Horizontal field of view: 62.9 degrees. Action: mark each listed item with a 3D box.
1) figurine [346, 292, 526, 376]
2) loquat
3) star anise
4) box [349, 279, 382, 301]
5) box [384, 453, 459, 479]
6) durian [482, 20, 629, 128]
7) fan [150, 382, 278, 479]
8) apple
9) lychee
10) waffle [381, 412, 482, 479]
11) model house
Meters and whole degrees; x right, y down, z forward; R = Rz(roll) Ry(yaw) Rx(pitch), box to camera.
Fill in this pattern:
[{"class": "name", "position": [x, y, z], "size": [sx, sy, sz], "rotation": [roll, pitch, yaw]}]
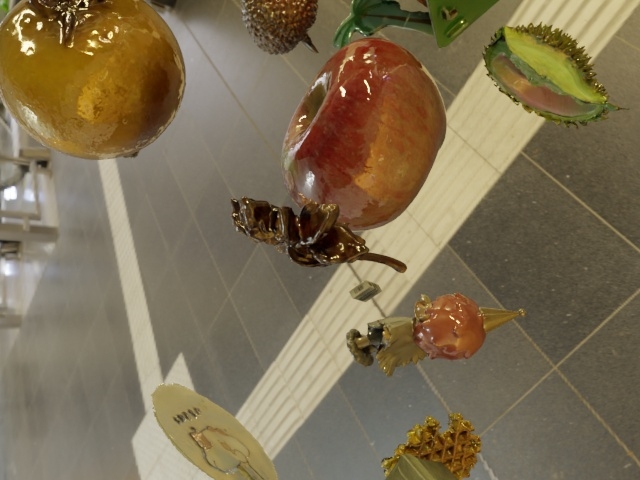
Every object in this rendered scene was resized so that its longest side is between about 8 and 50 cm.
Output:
[{"class": "figurine", "position": [0.244, 0.190, 1.152], "size": [0.387, 0.207, 0.166], "rotation": [-23, 50, 25]}, {"class": "loquat", "position": [-0.408, -0.291, 0.974], "size": [0.359, 0.329, 0.328], "rotation": [86, 162, -56]}, {"class": "star anise", "position": [0.003, -0.001, 0.615], "size": [0.177, 0.234, 0.073], "rotation": [102, 179, -83]}, {"class": "box", "position": [0.111, 0.125, 1.285], "size": [0.054, 0.083, 0.024], "rotation": [-38, 63, 15]}, {"class": "box", "position": [0.225, 0.534, 0.964], "size": [0.231, 0.149, 0.155], "rotation": [35, 94, 50]}, {"class": "durian", "position": [0.357, -0.260, 0.808], "size": [0.095, 0.221, 0.137], "rotation": [-53, 4, -6]}, {"class": "fan", "position": [-0.085, 0.293, 0.638], "size": [0.329, 0.009, 0.191], "rotation": [48, 135, -5]}, {"class": "apple", "position": [0.088, -0.177, 0.963], "size": [0.344, 0.270, 0.344], "rotation": [-49, 26, 34]}, {"class": "lychee", "position": [-0.074, -0.455, 1.058], "size": [0.165, 0.197, 0.165], "rotation": [-43, 19, 19]}, {"class": "waffle", "position": [0.262, 0.498, 1.194], "size": [0.229, 0.231, 0.051], "rotation": [-43, 28, -7]}, {"class": "model house", "position": [0.120, -0.528, 0.929], "size": [0.340, 0.300, 0.323], "rotation": [-40, 60, 2]}]
